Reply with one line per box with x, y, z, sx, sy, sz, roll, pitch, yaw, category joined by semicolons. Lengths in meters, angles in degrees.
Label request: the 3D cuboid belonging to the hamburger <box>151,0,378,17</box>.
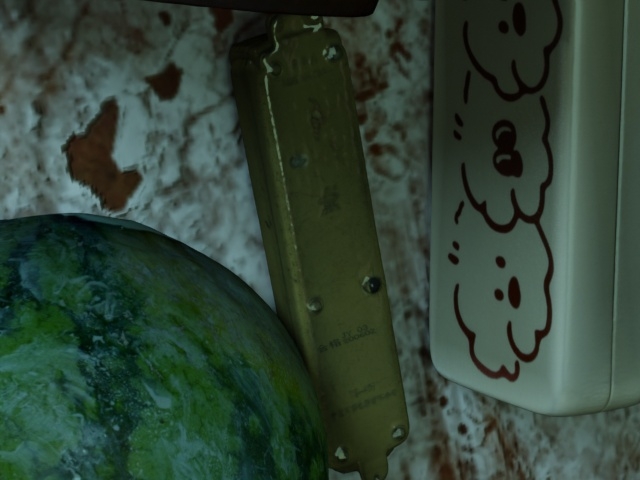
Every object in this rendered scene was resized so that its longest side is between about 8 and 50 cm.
-0.067;-0.235;0.745;0.330;0.330;0.250;1;102;-30;hamburger

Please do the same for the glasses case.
0.133;-0.072;0.996;0.076;0.144;0.336;-4;99;-29;glasses case

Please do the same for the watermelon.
-0.142;0.104;0.878;0.305;0.180;0.224;10;49;-27;watermelon

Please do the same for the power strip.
0.000;0.000;0.992;0.064;0.044;0.305;-18;108;-26;power strip
